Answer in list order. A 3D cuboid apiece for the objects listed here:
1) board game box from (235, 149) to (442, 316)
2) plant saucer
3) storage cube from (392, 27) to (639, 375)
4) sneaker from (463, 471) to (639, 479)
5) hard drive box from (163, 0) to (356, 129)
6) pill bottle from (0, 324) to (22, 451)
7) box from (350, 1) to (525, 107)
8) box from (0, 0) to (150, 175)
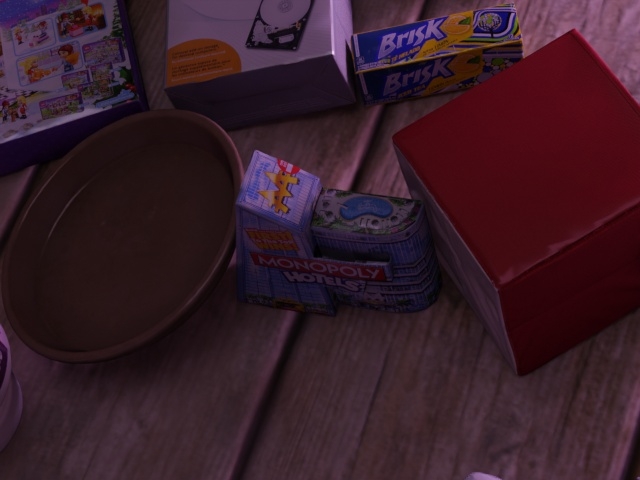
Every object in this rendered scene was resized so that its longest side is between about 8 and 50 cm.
[{"bbox_3d":[0.000,0.000,1.390,0.194,0.194,0.060,8,62,17],"label":"board game box"},{"bbox_3d":[-0.185,-0.002,1.485,0.277,0.041,0.278,-16,54,23],"label":"plant saucer"},{"bbox_3d":[0.200,-0.032,1.371,0.193,0.184,0.215,-31,59,-4],"label":"storage cube"},{"bbox_3d":[0.233,0.228,1.237,0.210,0.137,0.366,36,76,25],"label":"sneaker"},{"bbox_3d":[-0.063,-0.241,1.598,0.181,0.089,0.232,-10,58,13],"label":"hard drive box"},{"bbox_3d":[-0.372,0.093,1.355,0.169,0.301,0.169,-6,60,10],"label":"pill bottle"},{"bbox_3d":[0.118,-0.185,1.550,0.168,0.059,0.054,-11,54,6],"label":"box"},{"bbox_3d":[-0.338,-0.168,1.643,0.293,0.057,0.201,-17,59,3],"label":"box"}]
